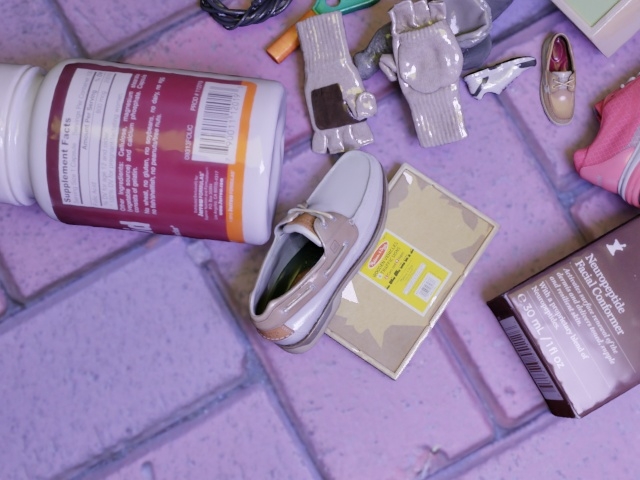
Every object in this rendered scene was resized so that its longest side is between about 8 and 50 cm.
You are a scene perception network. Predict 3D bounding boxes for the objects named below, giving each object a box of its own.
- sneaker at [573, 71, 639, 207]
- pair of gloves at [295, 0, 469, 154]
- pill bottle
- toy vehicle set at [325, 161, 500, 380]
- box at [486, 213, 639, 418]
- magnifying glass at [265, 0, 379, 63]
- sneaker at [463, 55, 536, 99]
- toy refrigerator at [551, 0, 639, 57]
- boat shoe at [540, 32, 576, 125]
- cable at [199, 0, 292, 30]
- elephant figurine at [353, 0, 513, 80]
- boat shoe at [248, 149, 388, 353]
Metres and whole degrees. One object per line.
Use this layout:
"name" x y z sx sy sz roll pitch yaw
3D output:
"sneaker" 0.461 -0.199 1.269 0.136 0.116 0.314 23 70 33
"pair of gloves" 0.082 -0.223 1.254 0.240 0.042 0.204 -1 107 24
"pill bottle" -0.251 -0.123 1.209 0.392 0.224 0.224 7 82 2
"toy vehicle set" 0.112 0.043 1.276 0.166 0.035 0.267 35 84 5
"box" 0.443 0.067 1.220 0.381 0.143 0.191 -30 83 -5
"magnifying glass" 0.012 -0.348 1.337 0.231 0.026 0.092 -44 84 -4
"sneaker" 0.265 -0.238 1.316 0.109 0.040 0.044 -20 99 1
"toy refrigerator" 0.454 -0.392 1.239 0.269 0.094 0.102 -43 59 19
"boat shoe" 0.345 -0.235 1.306 0.050 0.045 0.135 -6 82 0
"cable" -0.103 -0.393 1.339 0.150 0.047 0.184 12 80 -3
"elephant figurine" 0.183 -0.312 1.283 0.169 0.186 0.239 15 94 -40
"boat shoe" 0.000 0.000 1.221 0.113 0.103 0.302 11 70 36
